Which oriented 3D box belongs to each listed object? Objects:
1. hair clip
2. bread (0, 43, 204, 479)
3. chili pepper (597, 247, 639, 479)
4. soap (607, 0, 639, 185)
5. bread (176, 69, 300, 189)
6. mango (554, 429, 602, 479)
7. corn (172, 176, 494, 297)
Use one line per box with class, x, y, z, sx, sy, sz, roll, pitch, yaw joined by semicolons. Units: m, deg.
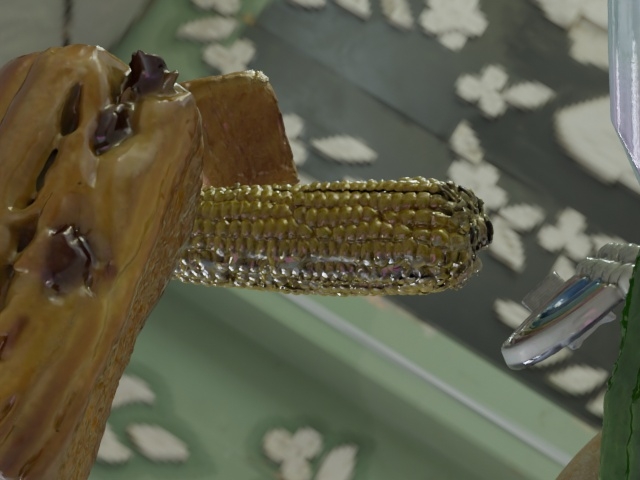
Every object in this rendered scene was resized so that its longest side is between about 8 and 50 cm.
hair clip;0.203;0.056;1.275;0.140;0.054;0.220;-38;0;1
bread;-0.125;0.027;0.701;0.235;0.099;0.210;115;176;-73
chili pepper;0.277;0.075;0.981;0.167;0.213;0.385;9;-89;-62
soap;0.385;-0.151;1.529;0.208;0.115;0.347;-18;-50;-11
bread;-0.122;-0.108;1.829;0.143;0.158;0.149;-23;3;-18
mango;0.369;0.364;1.964;0.384;0.221;0.199;-54;-21;-6
corn;0.000;0.000;1.483;0.115;0.318;0.115;0;-90;-81
